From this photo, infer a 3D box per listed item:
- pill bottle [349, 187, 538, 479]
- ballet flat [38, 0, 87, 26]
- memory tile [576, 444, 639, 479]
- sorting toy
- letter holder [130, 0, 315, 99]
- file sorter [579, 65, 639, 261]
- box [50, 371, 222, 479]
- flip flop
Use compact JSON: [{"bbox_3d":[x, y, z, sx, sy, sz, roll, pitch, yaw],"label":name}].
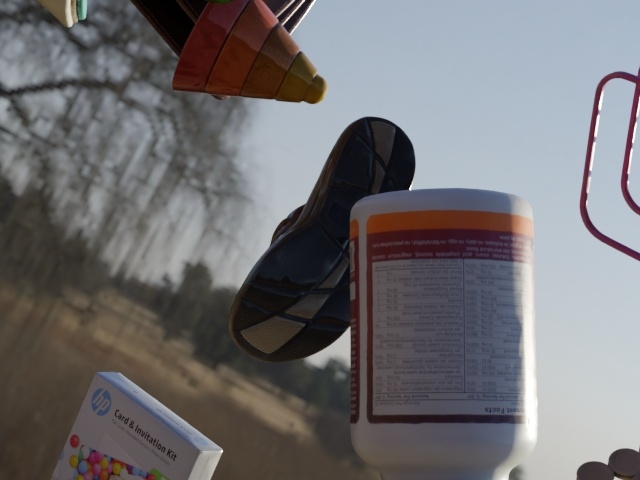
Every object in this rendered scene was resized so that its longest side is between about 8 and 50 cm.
[{"bbox_3d":[0.079,0.083,0.994,0.121,0.221,0.121,0,-7,0],"label":"pill bottle"},{"bbox_3d":[-0.293,-0.353,1.524,0.139,0.139,0.400,27,-27,4],"label":"ballet flat"},{"bbox_3d":[0.323,0.249,1.466,0.148,0.113,0.012,50,-27,45],"label":"memory tile"},{"bbox_3d":[-0.020,-0.210,1.244,0.126,0.127,0.365,29,-30,-1],"label":"sorting toy"},{"bbox_3d":[-0.044,-0.321,1.663,0.152,0.302,0.214,-2,-44,49],"label":"letter holder"},{"bbox_3d":[0.419,-0.104,1.529,0.182,0.290,0.202,32,-47,35],"label":"file sorter"},{"bbox_3d":[-0.182,0.235,1.397,0.145,0.186,0.038,31,11,34],"label":"box"},{"bbox_3d":[0.000,0.000,1.488,0.112,0.277,0.080,36,-24,-20],"label":"flip flop"}]
